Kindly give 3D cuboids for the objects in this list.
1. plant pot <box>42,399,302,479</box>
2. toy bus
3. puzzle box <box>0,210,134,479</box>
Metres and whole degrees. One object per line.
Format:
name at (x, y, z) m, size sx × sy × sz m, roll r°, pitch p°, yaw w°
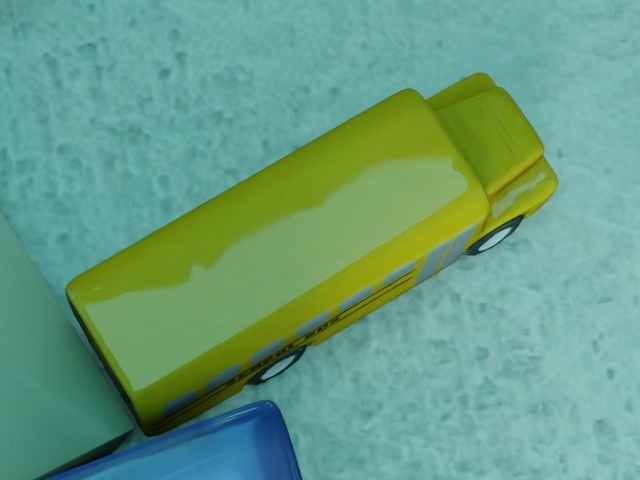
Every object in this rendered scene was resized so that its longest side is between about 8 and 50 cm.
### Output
plant pot at (-0.105, 0.242, 1.133) m, size 0.236 × 0.236 × 0.212 m, roll -20°, pitch 81°, yaw -8°
toy bus at (0.000, 0.000, 1.254) m, size 0.332 × 0.130 × 0.108 m, roll -30°, pitch 78°, yaw -10°
puzzle box at (-0.353, 0.094, 1.168) m, size 0.409 × 0.052 × 0.272 m, roll -24°, pitch 75°, yaw -35°
